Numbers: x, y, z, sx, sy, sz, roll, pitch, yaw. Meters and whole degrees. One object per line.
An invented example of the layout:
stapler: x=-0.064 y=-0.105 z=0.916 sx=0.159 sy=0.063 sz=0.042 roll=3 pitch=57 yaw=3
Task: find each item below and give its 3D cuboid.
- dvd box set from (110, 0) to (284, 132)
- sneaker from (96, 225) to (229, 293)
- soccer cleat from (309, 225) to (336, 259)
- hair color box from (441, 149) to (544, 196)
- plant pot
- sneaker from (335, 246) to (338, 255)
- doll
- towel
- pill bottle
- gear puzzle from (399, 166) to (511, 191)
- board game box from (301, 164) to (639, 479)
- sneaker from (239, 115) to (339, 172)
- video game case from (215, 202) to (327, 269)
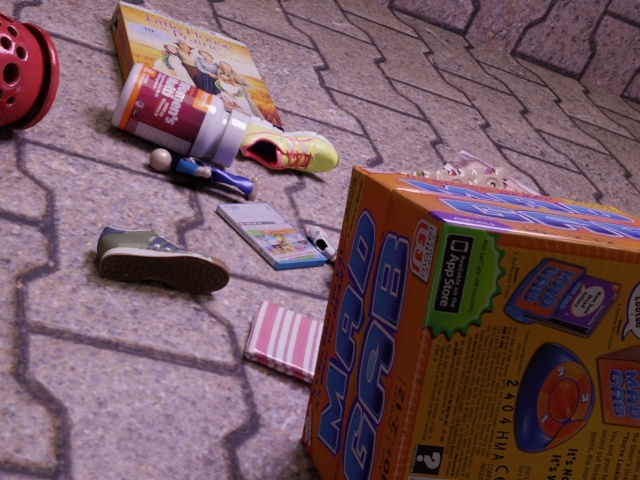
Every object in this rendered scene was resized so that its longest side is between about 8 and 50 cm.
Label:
dvd box set: x=-0.258 y=-0.341 z=2.254 sx=0.307 sy=0.062 sz=0.420 roll=16 pitch=27 yaw=-24
sneaker: x=-0.225 y=0.018 z=1.568 sx=0.192 sy=0.064 sz=0.086 roll=9 pitch=35 yaw=-28
soccer cleat: x=0.000 y=0.000 z=1.870 sx=0.035 sy=0.029 sz=0.083 roll=40 pitch=14 yaw=-47
hair color box: x=0.398 y=-0.044 z=2.277 sx=0.347 sy=0.105 sz=0.174 roll=30 pitch=24 yaw=9
plant pot: x=-0.506 y=-0.262 z=1.692 sx=0.174 sy=0.191 sz=0.191 roll=1 pitch=35 yaw=-49
sneaker: x=0.057 y=0.042 z=1.826 sx=0.068 sy=0.071 sz=0.170 roll=-5 pitch=5 yaw=12
doll: x=-0.198 y=-0.117 z=1.880 sx=0.189 sy=0.046 sz=0.129 roll=18 pitch=7 yaw=-14
towel: x=-0.009 y=0.161 z=1.555 sx=0.197 sy=0.029 sz=0.144 roll=23 pitch=25 yaw=-4
pill bottle: x=-0.244 y=-0.215 z=1.944 sx=0.221 sy=0.121 sz=0.121 roll=22 pitch=25 yaw=-10
gear puzzle: x=0.221 y=-0.050 z=2.111 sx=0.338 sy=0.044 sz=0.176 roll=-4 pitch=72 yaw=-24
board game box: x=0.212 y=0.139 z=1.241 sx=0.356 sy=0.357 sz=0.356 roll=8 pitch=10 yaw=-14
sneaker: x=-0.065 y=-0.162 z=2.089 sx=0.208 sy=0.081 sz=0.094 roll=13 pitch=34 yaw=-14
video game case: x=-0.081 y=-0.010 z=1.831 sx=0.119 sy=0.015 sz=0.166 roll=-3 pitch=38 yaw=-49
